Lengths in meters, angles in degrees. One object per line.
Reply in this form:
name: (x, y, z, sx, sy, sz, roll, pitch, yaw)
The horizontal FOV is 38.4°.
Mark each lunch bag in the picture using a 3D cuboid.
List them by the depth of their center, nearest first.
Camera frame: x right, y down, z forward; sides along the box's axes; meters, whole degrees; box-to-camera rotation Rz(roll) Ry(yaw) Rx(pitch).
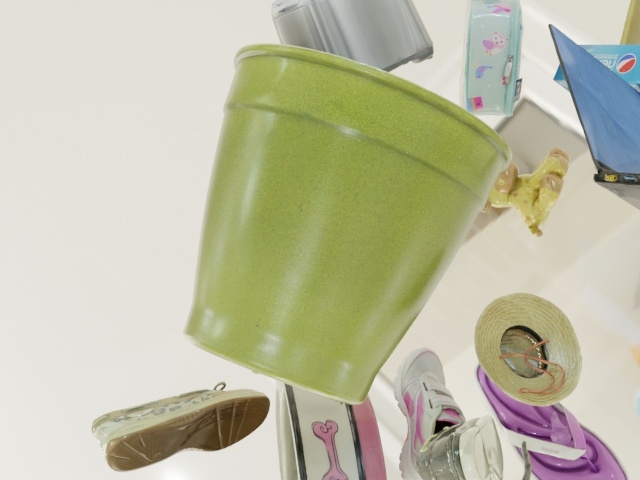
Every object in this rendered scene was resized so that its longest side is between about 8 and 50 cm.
lunch bag: (0.319, -0.365, 1.704, 0.108, 0.224, 0.279, 5, -150, 6)

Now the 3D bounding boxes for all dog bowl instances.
dog bowl: (0.016, 0.424, 1.629, 0.408, 0.151, 0.407, 175, 90, -81)

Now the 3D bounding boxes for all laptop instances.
laptop: (0.549, -0.122, 1.249, 0.382, 0.236, 0.408, 21, 173, -39)

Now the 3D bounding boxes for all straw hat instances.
straw hat: (0.249, 0.143, 1.143, 0.144, 0.144, 0.061, 43, 158, 10)

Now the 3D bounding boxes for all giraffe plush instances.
giraffe plush: (0.446, -0.120, 2.070, 0.171, 0.210, 0.181, 20, -151, 9)

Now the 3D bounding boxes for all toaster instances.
toaster: (0.033, -0.270, 1.202, 0.129, 0.227, 0.146, -6, 111, 55)

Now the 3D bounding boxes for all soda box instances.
soda box: (0.493, -0.279, 1.522, 0.067, 0.071, 0.210, 26, 176, -34)

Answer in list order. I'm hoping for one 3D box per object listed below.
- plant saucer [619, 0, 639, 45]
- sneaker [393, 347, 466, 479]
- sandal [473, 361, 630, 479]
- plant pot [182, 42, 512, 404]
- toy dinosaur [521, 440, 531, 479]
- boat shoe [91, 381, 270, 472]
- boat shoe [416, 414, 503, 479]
plant saucer: (0.711, -0.380, 1.623, 0.333, 0.332, 0.081, 14, 177, 12)
sneaker: (0.201, 0.298, 1.586, 0.103, 0.111, 0.252, 17, -125, -30)
sandal: (0.456, 0.386, 1.895, 0.416, 0.169, 0.102, 46, 166, 35)
plant pot: (0.000, 0.000, 1.133, 0.367, 0.352, 0.366, 21, 174, 2)
toy dinosaur: (0.316, 0.467, 1.557, 0.064, 0.268, 0.118, 20, 179, 21)
boat shoe: (-0.212, 0.276, 1.441, 0.285, 0.104, 0.089, -6, -148, -35)
boat shoe: (0.225, 0.335, 1.431, 0.305, 0.091, 0.109, 25, -127, -69)
